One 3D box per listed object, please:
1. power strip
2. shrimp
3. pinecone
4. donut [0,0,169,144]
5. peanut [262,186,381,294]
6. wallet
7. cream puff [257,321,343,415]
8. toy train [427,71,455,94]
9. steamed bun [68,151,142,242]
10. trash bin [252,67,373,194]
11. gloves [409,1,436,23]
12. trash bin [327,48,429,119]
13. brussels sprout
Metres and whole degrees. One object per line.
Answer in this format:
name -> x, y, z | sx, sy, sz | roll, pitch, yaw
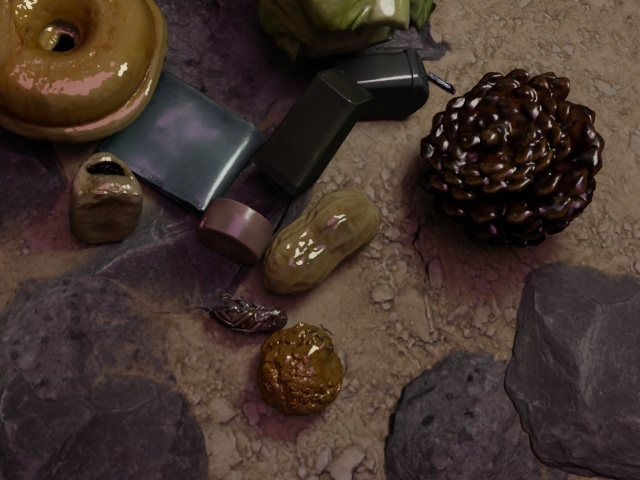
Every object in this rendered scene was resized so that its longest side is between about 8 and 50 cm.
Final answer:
power strip -> -0.175, -0.018, 1.569 | 0.154, 0.154, 0.078 | 25, 69, -3
shrimp -> -0.163, 0.151, 1.556 | 0.190, 0.075, 0.073 | 10, 101, 2
pinecone -> 0.430, -0.173, 1.664 | 0.397, 0.398, 0.398 | 4, 70, -11
donut -> -0.533, -0.404, 1.598 | 0.448, 0.198, 0.449 | 3, 69, -8
peanut -> 0.000, 0.000, 1.606 | 0.313, 0.152, 0.152 | -37, 82, -20
wallet -> -0.301, -0.212, 1.664 | 0.290, 0.054, 0.251 | 31, 65, 2
cream puff -> -0.036, 0.253, 1.514 | 0.189, 0.129, 0.189 | 4, 72, -13
toy train -> 0.301, -0.391, 1.881 | 0.083, 0.017, 0.017 | 31, 68, -1
steamed bun -> -0.444, -0.102, 1.546 | 0.140, 0.172, 0.155 | 0, 52, -24
trash bin -> -0.013, -0.235, 1.608 | 0.122, 0.240, 0.164 | 40, 27, 4
gloves -> 0.205, -0.600, 1.895 | 0.268, 0.107, 0.135 | -37, 112, -24
trash bin -> 0.132, -0.353, 1.748 | 0.236, 0.177, 0.101 | -8, 73, -11
brussels sprout -> 0.031, -0.592, 1.656 | 0.342, 0.425, 0.361 | -22, 103, -40
